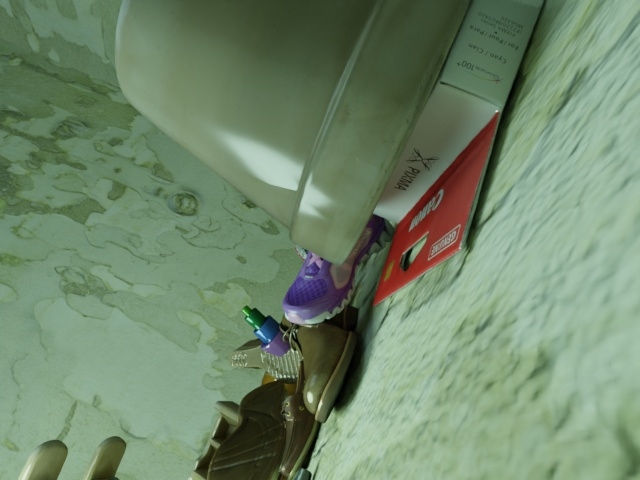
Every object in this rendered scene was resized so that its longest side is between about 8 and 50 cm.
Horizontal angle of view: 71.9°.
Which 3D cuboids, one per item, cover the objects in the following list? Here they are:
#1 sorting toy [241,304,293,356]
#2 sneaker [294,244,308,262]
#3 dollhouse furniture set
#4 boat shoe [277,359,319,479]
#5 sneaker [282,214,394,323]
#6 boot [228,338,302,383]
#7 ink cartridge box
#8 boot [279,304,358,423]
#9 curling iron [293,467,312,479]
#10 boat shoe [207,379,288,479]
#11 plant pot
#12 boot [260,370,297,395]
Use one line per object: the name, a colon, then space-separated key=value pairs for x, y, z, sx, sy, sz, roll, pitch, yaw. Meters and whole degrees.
sorting toy: x=-0.023 y=0.046 z=0.855 sx=0.365 sy=0.126 sz=0.127 roll=-51 pitch=10 yaw=-31
sneaker: x=0.000 y=0.000 z=1.342 sx=0.112 sy=0.121 sz=0.299 roll=-38 pitch=21 yaw=18
dollhouse furniture set: x=-0.260 y=0.455 z=0.814 sx=0.394 sy=0.363 sz=0.256 roll=38 pitch=-109 yaw=-59
boat shoe: x=-0.031 y=0.257 z=0.654 sx=0.064 sy=0.060 sz=0.177 roll=112 pitch=180 yaw=-45
sneaker: x=0.016 y=0.012 z=0.632 sx=0.236 sy=0.095 sz=0.104 roll=-51 pitch=-47 yaw=-33
boot: x=-0.056 y=0.249 z=0.994 sx=0.207 sy=0.249 sz=0.090 roll=2 pitch=-96 yaw=-56
ink cartridge box: x=0.107 y=-0.077 z=0.487 sx=0.296 sy=0.066 sz=0.260 roll=111 pitch=-177 yaw=-72
boot: x=-0.013 y=0.148 z=0.623 sx=0.305 sy=0.115 sz=0.112 roll=-73 pitch=8 yaw=-82
curling iron: x=-0.071 y=0.380 z=0.459 sx=0.068 sy=0.035 sz=0.273 roll=113 pitch=180 yaw=-62
boat shoe: x=-0.091 y=0.359 z=0.732 sx=0.342 sy=0.124 sz=0.123 roll=-112 pitch=1 yaw=-84
plant pot: x=-0.038 y=-0.176 z=0.475 sx=0.323 sy=0.281 sz=0.322 roll=25 pitch=-90 yaw=-90
boot: x=-0.115 y=0.439 z=1.063 sx=0.295 sy=0.104 sz=0.211 roll=107 pitch=179 yaw=-63
